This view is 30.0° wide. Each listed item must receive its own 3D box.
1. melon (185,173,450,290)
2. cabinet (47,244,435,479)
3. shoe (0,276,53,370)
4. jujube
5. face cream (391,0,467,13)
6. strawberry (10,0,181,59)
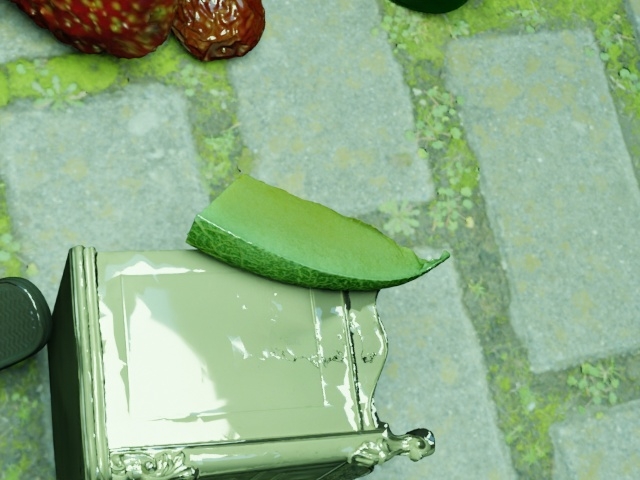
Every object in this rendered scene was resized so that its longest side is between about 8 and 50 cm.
[{"bbox_3d":[0.001,0.000,1.113,0.261,0.053,0.114,14,42,-18],"label":"melon"},{"bbox_3d":[-0.096,0.154,1.186,0.318,0.290,0.227,-2,69,-19],"label":"cabinet"},{"bbox_3d":[-0.377,0.104,1.229,0.241,0.093,0.108,-19,93,12],"label":"shoe"},{"bbox_3d":[-0.129,-0.298,1.419,0.112,0.109,0.176,15,55,-49],"label":"jujube"},{"bbox_3d":[0.185,-0.480,1.493,0.312,0.219,0.357,36,71,-4],"label":"face cream"},{"bbox_3d":[-0.273,-0.378,1.299,0.292,0.292,0.343,-38,71,-22],"label":"strawberry"}]
